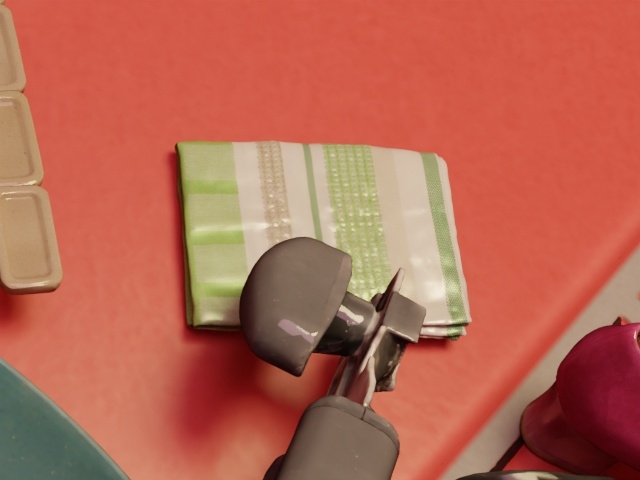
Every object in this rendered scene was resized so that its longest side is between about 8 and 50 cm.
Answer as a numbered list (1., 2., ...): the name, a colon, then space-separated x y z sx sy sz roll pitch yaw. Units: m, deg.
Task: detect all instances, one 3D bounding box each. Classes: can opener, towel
1. can opener: -0.020 0.095 0.705 0.095 0.076 0.283 28 34 -2
2. towel: 0.000 0.000 0.862 0.152 0.023 0.113 2 61 -17

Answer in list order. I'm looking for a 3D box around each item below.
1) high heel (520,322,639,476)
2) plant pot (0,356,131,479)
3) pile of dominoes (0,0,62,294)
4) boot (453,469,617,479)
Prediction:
1. high heel: 0.231 0.104 0.832 0.244 0.117 0.082 23 58 -7
2. plant pot: -0.218 0.128 0.592 0.290 0.290 0.195 37 95 1
3. pile of dominoes: -0.241 -0.051 0.801 0.196 0.040 0.251 -5 58 -19
4. boot: 0.058 0.205 0.737 0.338 0.118 0.223 18 52 -19
